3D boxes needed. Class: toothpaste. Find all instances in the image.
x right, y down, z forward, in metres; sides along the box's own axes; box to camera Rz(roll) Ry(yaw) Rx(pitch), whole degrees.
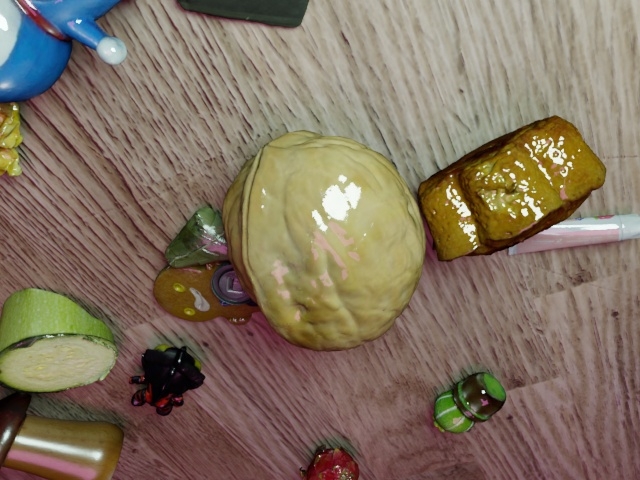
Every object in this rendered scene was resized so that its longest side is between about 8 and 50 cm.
[{"bbox_3d":[0.406,-0.011,0.840,0.195,0.042,0.067,-7,130,14],"label":"toothpaste"}]

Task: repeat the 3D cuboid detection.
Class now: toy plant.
[{"bbox_3d":[0.301,0.345,1.081,0.093,0.092,0.162,30,122,-20],"label":"toy plant"}]

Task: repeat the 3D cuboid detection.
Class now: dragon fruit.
[{"bbox_3d":[0.027,0.562,1.240,0.136,0.133,0.165,43,127,22],"label":"dragon fruit"}]

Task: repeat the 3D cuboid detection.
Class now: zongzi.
[{"bbox_3d":[-0.189,0.037,0.855,0.130,0.062,0.154,41,112,-8],"label":"zongzi"}]

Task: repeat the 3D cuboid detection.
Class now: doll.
[{"bbox_3d":[-0.316,0.280,1.060,0.127,0.088,0.248,4,140,-27],"label":"doll"},{"bbox_3d":[-0.333,-0.265,0.589,0.257,0.161,0.215,-34,92,12],"label":"doll"}]

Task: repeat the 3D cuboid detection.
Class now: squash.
[{"bbox_3d":[-0.505,0.200,1.003,0.220,0.133,0.220,-9,136,-9],"label":"squash"}]

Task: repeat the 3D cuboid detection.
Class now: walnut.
[{"bbox_3d":[0.001,-0.002,0.719,0.252,0.277,0.313,-34,120,-12],"label":"walnut"}]

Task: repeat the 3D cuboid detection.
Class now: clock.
[{"bbox_3d":[-0.144,0.072,0.886,0.085,0.017,0.085,-1,119,-2],"label":"clock"}]

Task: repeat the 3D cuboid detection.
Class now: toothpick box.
[{"bbox_3d":[-0.597,0.448,1.131,0.294,0.192,0.192,24,125,-22],"label":"toothpick box"}]

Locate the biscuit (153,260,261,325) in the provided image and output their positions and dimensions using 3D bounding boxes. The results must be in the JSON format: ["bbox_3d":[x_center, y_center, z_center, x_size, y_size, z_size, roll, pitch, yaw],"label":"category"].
[{"bbox_3d":[-0.185,0.091,0.936,0.236,0.039,0.179,-7,128,9],"label":"biscuit"}]

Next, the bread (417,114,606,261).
[{"bbox_3d":[0.249,-0.064,0.688,0.247,0.232,0.135,-28,96,11],"label":"bread"}]

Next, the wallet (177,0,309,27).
[{"bbox_3d":[-0.083,-0.339,0.553,0.169,0.052,0.245,7,153,-7],"label":"wallet"}]

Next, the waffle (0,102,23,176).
[{"bbox_3d":[-0.555,-0.200,0.706,0.282,0.058,0.300,-15,125,12],"label":"waffle"}]
